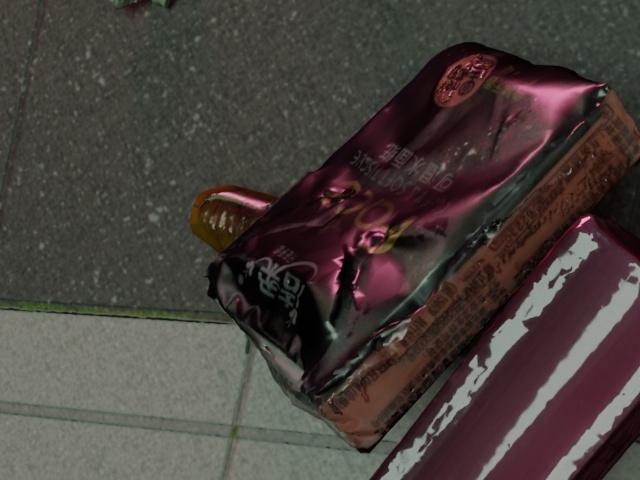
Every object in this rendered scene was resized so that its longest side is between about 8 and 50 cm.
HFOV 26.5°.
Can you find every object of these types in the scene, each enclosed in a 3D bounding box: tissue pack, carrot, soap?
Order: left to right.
[{"bbox_3d":[0.000,0.000,1.253,0.260,0.070,0.070,12,92,24],"label":"carrot"},{"bbox_3d":[0.075,-0.011,1.079,0.332,0.123,0.245,-45,27,-4],"label":"tissue pack"},{"bbox_3d":[0.159,0.155,1.072,0.128,0.233,0.359,41,104,18],"label":"soap"}]

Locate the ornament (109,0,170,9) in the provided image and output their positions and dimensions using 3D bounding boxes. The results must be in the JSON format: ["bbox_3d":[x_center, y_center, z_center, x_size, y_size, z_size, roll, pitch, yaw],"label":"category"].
[{"bbox_3d":[-0.175,-0.264,1.365,0.068,0.041,0.092,41,95,16],"label":"ornament"}]
